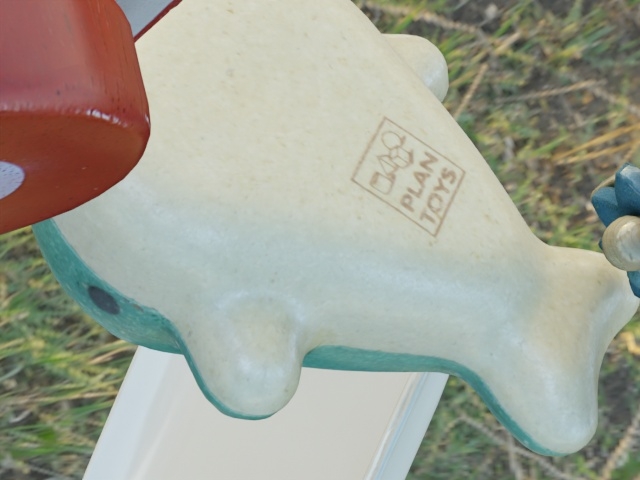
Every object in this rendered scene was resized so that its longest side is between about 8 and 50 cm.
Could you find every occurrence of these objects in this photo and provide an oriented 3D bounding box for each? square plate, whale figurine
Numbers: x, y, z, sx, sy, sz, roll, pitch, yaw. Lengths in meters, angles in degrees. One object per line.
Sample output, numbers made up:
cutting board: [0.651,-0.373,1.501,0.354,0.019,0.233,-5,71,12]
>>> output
square plate: [-0.051,0.145,0.932,0.049,0.347,0.344,25,83,-28]
whale figurine: [0.000,0.000,0.667,0.272,0.141,0.216,30,53,-5]

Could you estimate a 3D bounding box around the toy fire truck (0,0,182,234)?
toy fire truck: [-0.193,-0.059,0.378,0.302,0.254,0.169,-5,74,-39]

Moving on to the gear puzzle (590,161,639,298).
gear puzzle: [0.231,0.095,0.568,0.044,0.175,0.339,-42,91,-23]
